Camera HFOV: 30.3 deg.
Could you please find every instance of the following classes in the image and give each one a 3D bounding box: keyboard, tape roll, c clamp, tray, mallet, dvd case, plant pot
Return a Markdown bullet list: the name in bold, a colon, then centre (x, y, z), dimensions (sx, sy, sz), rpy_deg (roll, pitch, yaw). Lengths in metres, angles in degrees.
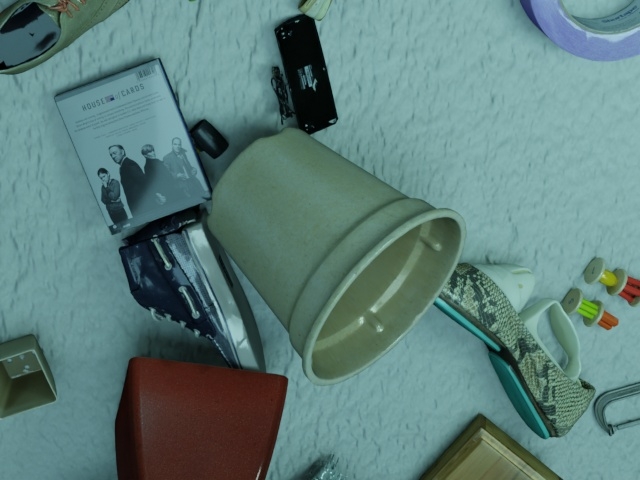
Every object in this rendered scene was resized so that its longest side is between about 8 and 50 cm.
- **keyboard**: centre (-0.038, -0.260, 1.884), dimensions (0.100, 0.038, 0.192), rpy_deg (-25, 117, -21)
- **tape roll**: centre (0.445, -0.422, 1.831), dimensions (0.274, 0.090, 0.275), rpy_deg (-3, 116, -5)
- **c clamp**: centre (0.598, 0.330, 2.238), dimensions (0.160, 0.022, 0.137), rpy_deg (-10, 116, -3)
- **tray**: centre (0.247, 0.545, 2.233), dimensions (0.203, 0.076, 0.411), rpy_deg (39, 106, -3)
- **mallet**: centre (-0.227, -0.113, 1.922), dimensions (0.062, 0.039, 0.190), rpy_deg (38, 109, -16)
- **dvd case**: centre (-0.293, -0.147, 1.869), dimensions (0.179, 0.029, 0.239), rpy_deg (-19, 103, 5)
- **plant pot**: centre (0.000, 0.000, 1.821), dimensions (0.334, 0.305, 0.334), rpy_deg (-37, 153, -23)
- **plant pot**: centre (-0.211, 0.373, 1.981), dimensions (0.267, 0.236, 0.267), rpy_deg (8, 145, -11)
- **plant pot**: centre (-0.513, 0.221, 2.006), dimensions (0.109, 0.096, 0.109), rpy_deg (-18, 116, 0)

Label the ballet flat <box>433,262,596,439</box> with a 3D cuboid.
- **ballet flat**: centre (0.337, 0.153, 2.065), dimensions (0.182, 0.164, 0.483), rpy_deg (-44, 120, -5)

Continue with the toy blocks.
- **toy blocks**: centre (0.524, 0.111, 2.109), dimensions (0.148, 0.054, 0.123), rpy_deg (26, 108, -18)

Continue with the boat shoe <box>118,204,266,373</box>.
- **boat shoe**: centre (-0.214, 0.109, 1.987), dimensions (0.158, 0.127, 0.341), rpy_deg (-19, 107, 7)

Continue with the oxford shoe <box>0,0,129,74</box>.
- **oxford shoe**: centre (-0.356, -0.358, 1.735), dimensions (0.348, 0.130, 0.123), rpy_deg (-42, 110, 11)

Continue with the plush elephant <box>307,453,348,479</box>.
- **plush elephant**: centre (0.025, 0.588, 2.125), dimensions (0.272, 0.330, 0.255), rpy_deg (-27, 111, 42)

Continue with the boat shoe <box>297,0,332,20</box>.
- **boat shoe**: centre (0.006, -0.403, 1.805), dimensions (0.045, 0.050, 0.135), rpy_deg (16, 112, -20)
